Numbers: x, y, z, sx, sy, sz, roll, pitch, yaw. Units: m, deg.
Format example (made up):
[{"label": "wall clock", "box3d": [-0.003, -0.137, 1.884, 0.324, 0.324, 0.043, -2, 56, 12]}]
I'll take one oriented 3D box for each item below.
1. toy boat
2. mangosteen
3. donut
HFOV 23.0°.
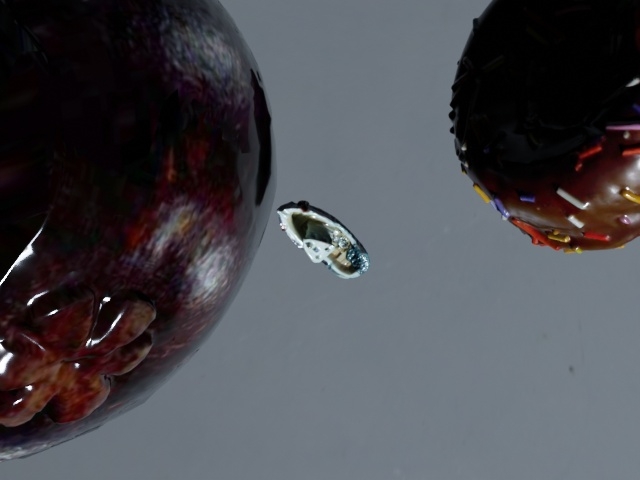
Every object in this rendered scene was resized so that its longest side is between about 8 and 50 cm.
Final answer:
[{"label": "toy boat", "box3d": [0.000, 0.000, 1.137, 0.083, 0.038, 0.038, 37, 101, -20]}, {"label": "mangosteen", "box3d": [-0.164, -0.045, 0.709, 0.287, 0.233, 0.288, 1, 94, 16]}, {"label": "donut", "box3d": [0.184, -0.106, 1.100, 0.235, 0.089, 0.235, -18, 63, 40]}]
